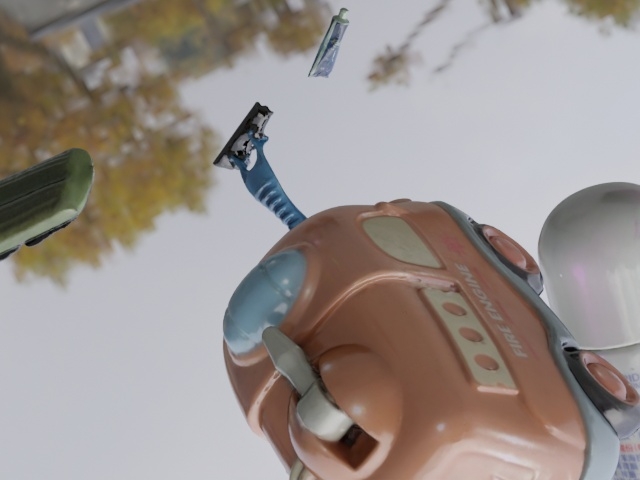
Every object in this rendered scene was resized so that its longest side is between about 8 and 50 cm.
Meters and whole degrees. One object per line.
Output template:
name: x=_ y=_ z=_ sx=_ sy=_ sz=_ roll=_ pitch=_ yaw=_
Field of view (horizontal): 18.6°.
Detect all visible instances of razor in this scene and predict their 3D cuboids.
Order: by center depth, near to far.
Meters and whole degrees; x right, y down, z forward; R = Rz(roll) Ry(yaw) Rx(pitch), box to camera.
razor: x=0.000 y=0.000 z=1.679 sx=0.042 sy=0.253 sz=0.082 roll=-26 pitch=161 yaw=-51

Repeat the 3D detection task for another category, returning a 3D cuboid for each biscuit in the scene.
biscuit: x=-0.362 y=-0.008 z=1.993 sx=0.322 sy=0.038 sz=0.099 roll=-23 pitch=-135 yaw=28

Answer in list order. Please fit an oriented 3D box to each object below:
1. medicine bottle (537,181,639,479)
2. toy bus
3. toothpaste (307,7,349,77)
medicine bottle: x=0.277 y=0.114 z=1.667 sx=0.130 sy=0.341 sz=0.130 roll=-17 pitch=-164 yaw=5
toy bus: x=0.050 y=0.099 z=1.284 sx=0.232 sy=0.288 sz=0.194 roll=16 pitch=120 yaw=-43
toothpaste: x=0.011 y=-0.204 z=2.023 sx=0.027 sy=0.083 sz=0.019 roll=1 pitch=-146 yaw=-34
